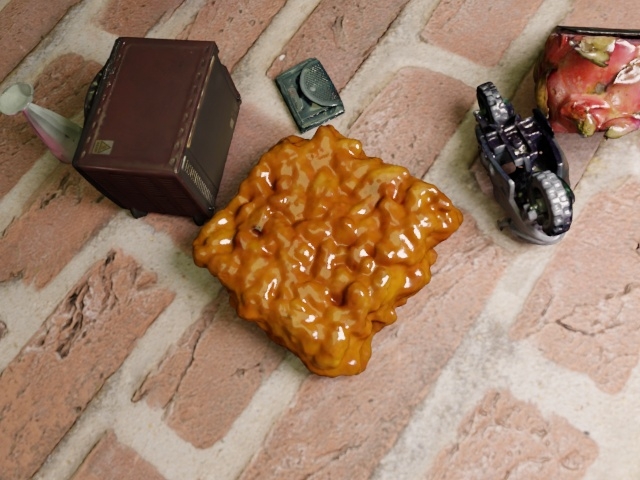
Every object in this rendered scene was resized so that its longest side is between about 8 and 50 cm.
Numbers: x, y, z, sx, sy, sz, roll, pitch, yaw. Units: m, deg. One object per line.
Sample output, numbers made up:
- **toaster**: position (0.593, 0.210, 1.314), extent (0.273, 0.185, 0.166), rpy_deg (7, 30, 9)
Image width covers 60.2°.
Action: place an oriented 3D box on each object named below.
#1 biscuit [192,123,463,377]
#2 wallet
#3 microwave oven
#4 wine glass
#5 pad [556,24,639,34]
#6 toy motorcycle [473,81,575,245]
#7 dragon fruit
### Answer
- **biscuit**: position (0.000, 0.000, 0.799), extent (0.318, 0.110, 0.312), rpy_deg (36, 82, 22)
- **wallet**: position (-0.019, -0.252, 0.944), extent (0.088, 0.026, 0.129), rpy_deg (-26, 67, 1)
- **microwave oven**: position (-0.251, -0.174, 0.879), extent (0.188, 0.178, 0.247), rpy_deg (5, 70, 13)
- **wine glass**: position (-0.471, -0.198, 0.946), extent (0.073, 0.155, 0.073), rpy_deg (-5, 68, 14)
- **pad**: position (0.437, -0.298, 0.786), extent (0.170, 0.245, 0.006), rpy_deg (9, 114, 14)
- **toy motorcycle**: position (0.281, -0.099, 0.774), extent (0.106, 0.159, 0.270), rpy_deg (-21, 50, 10)
- **dragon fruit**: position (0.386, -0.206, 0.754), extent (0.211, 0.146, 0.282), rpy_deg (21, 31, 36)
